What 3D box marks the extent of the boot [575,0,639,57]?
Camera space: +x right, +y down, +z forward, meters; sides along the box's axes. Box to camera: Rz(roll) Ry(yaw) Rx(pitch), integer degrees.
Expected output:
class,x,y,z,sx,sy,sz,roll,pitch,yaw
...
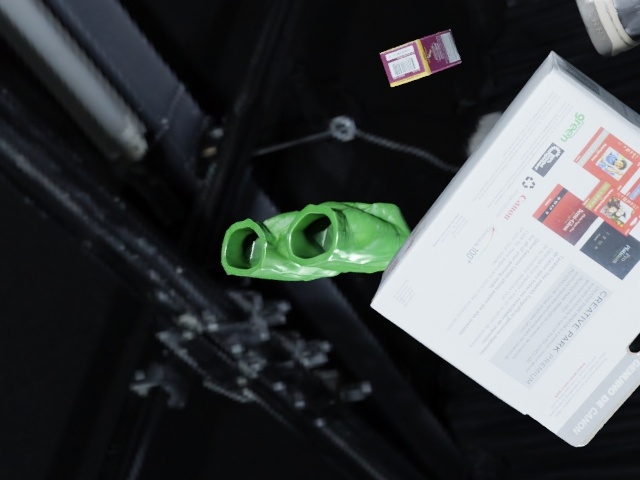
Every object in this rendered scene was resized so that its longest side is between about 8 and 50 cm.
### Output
class,x,y,z,sx,sy,sz,roll,pitch,yaw
boot,0.440,-0.322,1.258,0.377,0.284,0.138,-39,-72,-51

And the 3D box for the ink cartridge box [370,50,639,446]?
class,x,y,z,sx,sy,sz,roll,pitch,yaw
ink cartridge box,0.254,0.013,1.278,0.272,0.309,0.130,36,-160,-2

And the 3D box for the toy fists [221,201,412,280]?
class,x,y,z,sx,sy,sz,roll,pitch,yaw
toy fists,0.000,0.000,1.571,0.142,0.279,0.096,8,-102,-37

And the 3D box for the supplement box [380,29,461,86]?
class,x,y,z,sx,sy,sz,roll,pitch,yaw
supplement box,0.118,-0.213,1.431,0.083,0.055,0.043,-27,-81,-52
